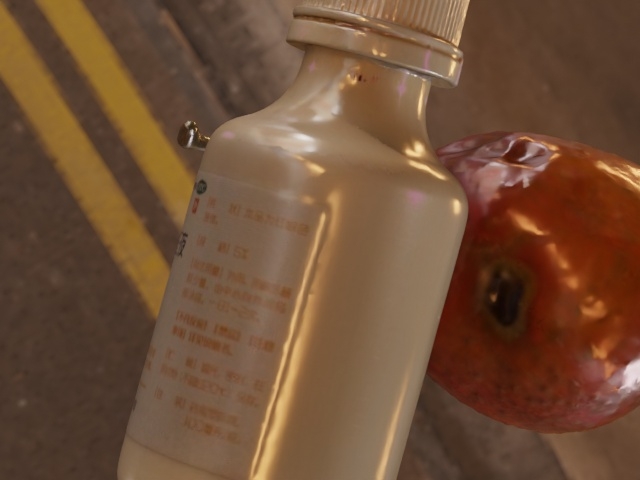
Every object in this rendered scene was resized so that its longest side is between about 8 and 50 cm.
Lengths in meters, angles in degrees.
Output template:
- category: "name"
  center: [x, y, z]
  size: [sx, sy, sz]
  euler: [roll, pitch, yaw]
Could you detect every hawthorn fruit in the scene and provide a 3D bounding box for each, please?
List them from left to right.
- category: "hawthorn fruit"
  center: [0.053, 0.001, 0.973]
  size: [0.285, 0.165, 0.165]
  euler: [19, 38, -12]

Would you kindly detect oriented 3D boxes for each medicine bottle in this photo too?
- category: "medicine bottle"
  center: [0.000, 0.000, 0.786]
  size: [0.114, 0.114, 0.252]
  euler: [14, 92, -57]
